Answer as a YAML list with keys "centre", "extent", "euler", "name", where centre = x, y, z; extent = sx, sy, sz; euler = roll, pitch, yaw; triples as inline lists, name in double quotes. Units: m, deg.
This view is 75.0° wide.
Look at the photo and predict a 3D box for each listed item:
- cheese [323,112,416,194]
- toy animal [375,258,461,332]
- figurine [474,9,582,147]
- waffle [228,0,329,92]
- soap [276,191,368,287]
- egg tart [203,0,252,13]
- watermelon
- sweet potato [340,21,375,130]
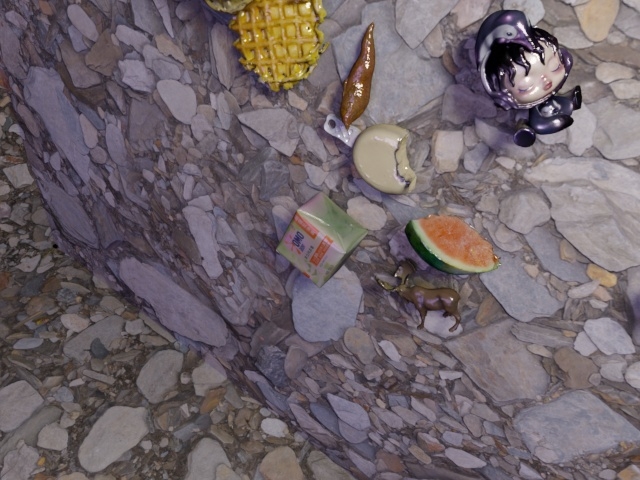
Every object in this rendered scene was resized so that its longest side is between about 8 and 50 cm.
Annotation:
- centre: [0.113, -0.204, 0.995]
  extent: [0.248, 0.071, 0.164]
  euler: [20, 128, 26]
  name: "cheese"
- centre: [0.265, 0.145, 1.118]
  extent: [0.214, 0.094, 0.186]
  euler: [-4, 121, 32]
  name: "toy animal"
- centre: [0.353, -0.293, 0.722]
  extent: [0.145, 0.145, 0.222]
  euler: [-14, 121, 43]
  name: "figurine"
- centre: [-0.111, -0.494, 0.977]
  extent: [0.262, 0.060, 0.280]
  euler: [47, 136, 1]
  name: "waffle"
- centre: [0.000, 0.000, 1.179]
  extent: [0.182, 0.138, 0.199]
  euler: [41, 137, 9]
  name: "soap"
- centre: [-0.213, -0.659, 0.857]
  extent: [0.345, 0.132, 0.346]
  euler: [17, 119, 34]
  name: "egg tart"
- centre: [0.294, 0.034, 1.009]
  extent: [0.231, 0.128, 0.146]
  euler: [42, 154, 4]
  name: "watermelon"
- centre: [0.086, -0.358, 0.925]
  extent: [0.068, 0.068, 0.226]
  euler: [24, 113, 23]
  name: "sweet potato"
